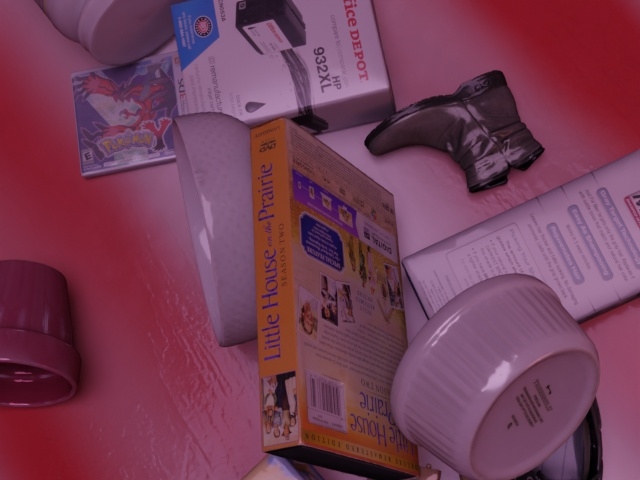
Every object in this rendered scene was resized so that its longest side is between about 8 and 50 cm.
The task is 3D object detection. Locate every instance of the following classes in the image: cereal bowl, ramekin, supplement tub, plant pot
[{"bbox_3d":[-0.109,-0.023,1.468,0.141,0.339,0.338,-11,76,-10],"label":"cereal bowl"},{"bbox_3d":[0.231,0.185,1.312,0.273,0.273,0.127,-43,47,-2],"label":"ramekin"},{"bbox_3d":[-0.370,-0.463,1.643,0.235,0.235,0.325,-39,75,-1],"label":"supplement tub"},{"bbox_3d":[-0.456,0.136,1.559,0.201,0.201,0.180,-4,61,8],"label":"plant pot"}]

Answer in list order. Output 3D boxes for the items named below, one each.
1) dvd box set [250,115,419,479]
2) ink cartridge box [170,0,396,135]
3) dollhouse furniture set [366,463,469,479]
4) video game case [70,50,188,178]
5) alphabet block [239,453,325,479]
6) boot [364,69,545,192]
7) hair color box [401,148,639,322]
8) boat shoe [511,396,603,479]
[{"bbox_3d":[0.022,0.086,1.348,0.062,0.308,0.420,-16,65,28],"label":"dvd box set"},{"bbox_3d":[-0.055,-0.279,1.611,0.308,0.129,0.223,-12,76,6],"label":"ink cartridge box"},{"bbox_3d":[0.166,0.315,1.456,0.151,0.144,0.123,6,73,24],"label":"dollhouse furniture set"},{"bbox_3d":[-0.301,-0.206,1.687,0.201,0.023,0.183,-11,76,6],"label":"video game case"},{"bbox_3d":[-0.057,0.420,1.427,0.197,0.193,0.192,-43,74,-2],"label":"alphabet block"},{"bbox_3d":[0.203,-0.142,1.572,0.247,0.083,0.161,-24,81,4],"label":"boot"},{"bbox_3d":[0.326,0.039,1.494,0.375,0.113,0.185,-25,76,3],"label":"hair color box"},{"bbox_3d":[0.328,0.315,1.432,0.127,0.113,0.340,12,80,10],"label":"boat shoe"}]
